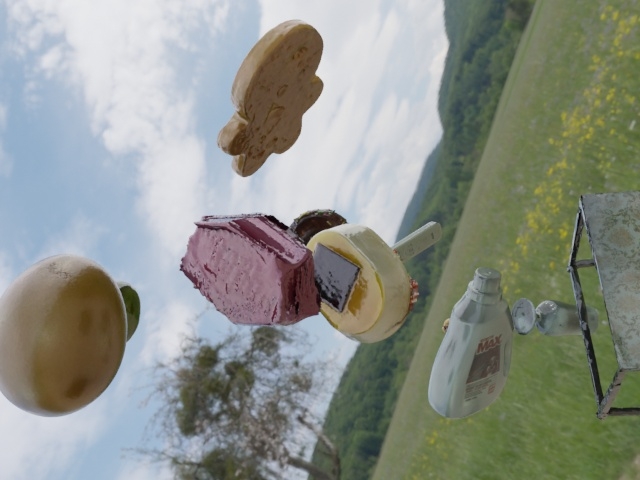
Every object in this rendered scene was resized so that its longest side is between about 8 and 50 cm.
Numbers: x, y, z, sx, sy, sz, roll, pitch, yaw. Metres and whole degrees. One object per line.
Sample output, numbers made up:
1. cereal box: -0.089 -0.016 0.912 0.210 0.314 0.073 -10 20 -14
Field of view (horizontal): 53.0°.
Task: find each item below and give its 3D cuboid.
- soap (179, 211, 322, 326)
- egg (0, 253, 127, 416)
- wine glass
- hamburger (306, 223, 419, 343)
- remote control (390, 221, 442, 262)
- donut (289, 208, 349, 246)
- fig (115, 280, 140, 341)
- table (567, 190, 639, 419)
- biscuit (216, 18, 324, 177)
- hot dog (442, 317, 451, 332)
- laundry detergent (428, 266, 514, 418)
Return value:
1. soap: -0.117 0.054 1.141 0.112 0.289 0.182 -14 -49 -46
2. egg: -0.566 0.204 1.399 0.282 0.283 0.351 46 -127 -77
3. wine glass: 0.651 0.216 1.773 0.103 0.231 0.103 -173 90 -69
4. hamburger: 0.082 0.095 1.463 0.151 0.295 0.227 8 -56 -53
5. remote control: 0.283 0.033 2.195 0.309 0.038 0.090 -31 -46 -12
6. donut: 0.000 0.000 2.080 0.089 0.235 0.235 -74 -2 -67
7. fig: -0.587 0.200 1.798 0.181 0.181 0.191 93 -159 -54
8. table: 0.596 0.120 1.154 0.272 0.222 0.335 66 -157 -55
9. biscuit: -0.096 -0.274 1.251 0.275 0.052 0.355 -41 -18 -27
10. hot dog: 0.384 0.237 1.753 0.133 0.041 0.056 -2 -61 -36
11. laundry detergent: 0.416 0.254 1.674 0.264 0.125 0.397 -12 -61 -31
